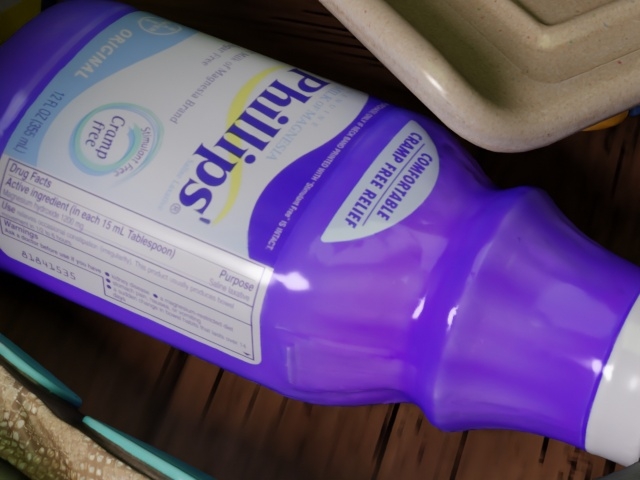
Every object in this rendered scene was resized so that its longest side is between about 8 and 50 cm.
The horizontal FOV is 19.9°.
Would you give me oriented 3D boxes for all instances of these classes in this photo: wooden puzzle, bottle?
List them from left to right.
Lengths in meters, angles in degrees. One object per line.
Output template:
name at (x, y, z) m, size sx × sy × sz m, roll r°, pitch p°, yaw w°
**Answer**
bottle at (0.000, 0.000, 0.674) m, size 0.283 × 0.092 × 0.118 m, roll 23°, pitch 51°, yaw 20°
wooden puzzle at (0.113, -0.162, 0.775) m, size 0.348 × 0.080 × 0.322 m, roll -20°, pitch 45°, yaw -22°

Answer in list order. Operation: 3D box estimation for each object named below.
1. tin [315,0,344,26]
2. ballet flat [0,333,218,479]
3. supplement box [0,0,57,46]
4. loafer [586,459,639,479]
tin at (0.061, -0.122, 0.823) m, size 0.106 × 0.040 × 0.190 m, roll -27°, pitch 52°, yaw -26°
ballet flat at (-0.094, 0.082, 0.633) m, size 0.206 × 0.073 × 0.067 m, roll 29°, pitch 82°, yaw 28°
supplement box at (-0.241, -0.139, 0.647) m, size 0.194 × 0.195 × 0.356 m, roll 10°, pitch 22°, yaw 10°
loafer at (0.131, 0.115, 0.586) m, size 0.251 × 0.087 × 0.094 m, roll -10°, pitch 21°, yaw -22°
